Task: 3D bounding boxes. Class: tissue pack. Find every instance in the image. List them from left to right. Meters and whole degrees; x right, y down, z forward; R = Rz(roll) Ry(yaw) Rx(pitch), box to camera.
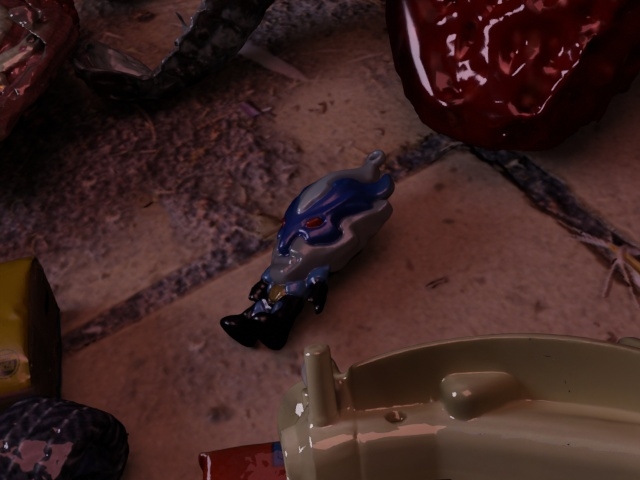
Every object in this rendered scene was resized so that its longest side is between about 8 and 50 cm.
[{"bbox_3d":[-0.273,0.087,0.548,0.169,0.082,0.120,-13,50,-4],"label":"tissue pack"}]

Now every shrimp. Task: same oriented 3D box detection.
[{"bbox_3d":[-0.068,-0.291,0.714,0.166,0.410,0.221,27,14,-14],"label":"shrimp"}]

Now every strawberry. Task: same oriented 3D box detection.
[{"bbox_3d":[0.194,-0.235,0.671,0.318,0.295,0.344,16,89,11],"label":"strawberry"}]

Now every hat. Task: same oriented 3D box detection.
[{"bbox_3d":[-0.316,-0.166,0.734,0.237,0.107,0.286,-4,44,27],"label":"hat"}]

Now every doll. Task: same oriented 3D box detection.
[{"bbox_3d":[0.000,0.000,0.603,0.096,0.070,0.195,2,48,48],"label":"doll"}]

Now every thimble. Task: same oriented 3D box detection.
[{"bbox_3d":[-0.168,0.150,0.480,0.066,0.095,0.104,14,45,14],"label":"thimble"}]

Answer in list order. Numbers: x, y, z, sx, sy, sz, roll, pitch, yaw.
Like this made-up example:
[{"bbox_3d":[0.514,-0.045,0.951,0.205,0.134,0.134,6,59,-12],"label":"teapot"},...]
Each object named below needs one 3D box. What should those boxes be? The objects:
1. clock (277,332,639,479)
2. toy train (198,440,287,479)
[{"bbox_3d":[0.074,0.120,0.282,0.277,0.120,0.379,0,12,21],"label":"clock"},{"bbox_3d":[0.136,0.150,0.454,0.410,0.086,0.089,-6,53,1],"label":"toy train"}]
